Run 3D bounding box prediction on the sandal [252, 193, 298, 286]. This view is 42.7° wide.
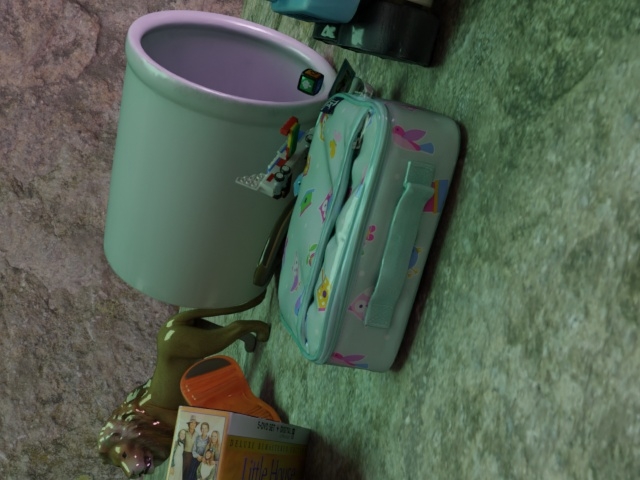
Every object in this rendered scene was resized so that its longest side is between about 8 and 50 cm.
[{"bbox_3d":[-0.006,-0.021,1.007,0.219,0.060,0.090,-45,-17,-39],"label":"sandal"}]

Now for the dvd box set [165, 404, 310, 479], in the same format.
[{"bbox_3d":[-0.102,0.400,0.873,0.307,0.062,0.421,50,-134,-68],"label":"dvd box set"}]

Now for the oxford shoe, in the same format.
[{"bbox_3d":[-0.112,0.311,1.217,0.364,0.129,0.133,-125,16,-62],"label":"oxford shoe"}]

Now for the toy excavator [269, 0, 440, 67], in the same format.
[{"bbox_3d":[-0.066,-0.333,0.815,0.433,0.445,0.222,-127,50,-71],"label":"toy excavator"}]

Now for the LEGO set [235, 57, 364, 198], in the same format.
[{"bbox_3d":[-0.015,-0.132,0.990,0.183,0.060,0.244,-65,-11,3],"label":"LEGO set"}]

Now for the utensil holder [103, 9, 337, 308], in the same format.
[{"bbox_3d":[-0.180,-0.128,1.335,0.328,0.327,0.386,-101,25,-55],"label":"utensil holder"}]

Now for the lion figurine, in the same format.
[{"bbox_3d":[-0.246,0.243,1.455,0.142,0.240,0.392,-125,49,-70],"label":"lion figurine"}]

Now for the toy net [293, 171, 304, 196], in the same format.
[{"bbox_3d":[0.000,0.000,1.124,0.122,0.045,0.232,-11,68,43],"label":"toy net"}]

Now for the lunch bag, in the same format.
[{"bbox_3d":[0.040,-0.018,0.841,0.224,0.107,0.279,-129,52,-72],"label":"lunch bag"}]
